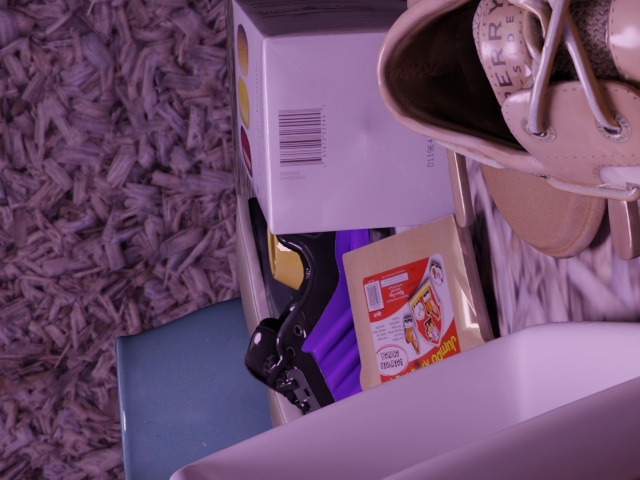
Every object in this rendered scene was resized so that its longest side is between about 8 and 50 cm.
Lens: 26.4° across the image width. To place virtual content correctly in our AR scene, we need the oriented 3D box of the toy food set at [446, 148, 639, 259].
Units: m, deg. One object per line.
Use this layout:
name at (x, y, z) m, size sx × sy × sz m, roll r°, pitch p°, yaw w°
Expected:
toy food set at (0.116, -0.057, 0.676) m, size 0.192 × 0.039 × 0.132 m, roll -160°, pitch 60°, yaw -70°

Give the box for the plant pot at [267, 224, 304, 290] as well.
plant pot at (0.000, 0.000, 1.299) m, size 0.134 × 0.095 × 0.134 m, roll 175°, pitch 90°, yaw -82°

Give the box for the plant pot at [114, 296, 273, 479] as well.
plant pot at (-0.100, 0.188, 1.542) m, size 0.271 × 0.255 × 0.271 m, roll 176°, pitch 90°, yaw -83°

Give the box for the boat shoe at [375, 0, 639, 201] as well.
boat shoe at (0.101, -0.061, 0.466) m, size 0.302 × 0.098 × 0.109 m, roll -160°, pitch 67°, yaw -73°

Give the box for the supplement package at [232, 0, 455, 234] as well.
supplement package at (0.012, -0.104, 1.017) m, size 0.244 × 0.134 × 0.139 m, roll -119°, pitch 26°, yaw -72°

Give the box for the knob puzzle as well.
knob puzzle at (0.080, 0.089, 0.938) m, size 0.213 × 0.030 × 0.213 m, roll 28°, pitch 122°, yaw 59°

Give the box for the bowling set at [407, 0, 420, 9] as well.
bowling set at (-0.006, -0.269, 0.875) m, size 0.154 × 0.200 × 0.287 m, roll 100°, pitch 160°, yaw -55°

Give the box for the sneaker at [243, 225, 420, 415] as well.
sneaker at (0.013, 0.110, 1.071) m, size 0.102 × 0.146 × 0.293 m, roll 172°, pitch 95°, yaw -82°

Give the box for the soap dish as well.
soap dish at (0.055, 0.121, 0.548) m, size 0.291 × 0.229 × 0.118 m, roll 151°, pitch 98°, yaw -82°

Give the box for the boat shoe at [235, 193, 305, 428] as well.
boat shoe at (-0.013, 0.082, 1.379) m, size 0.340 × 0.113 × 0.127 m, roll -108°, pitch 12°, yaw -45°
